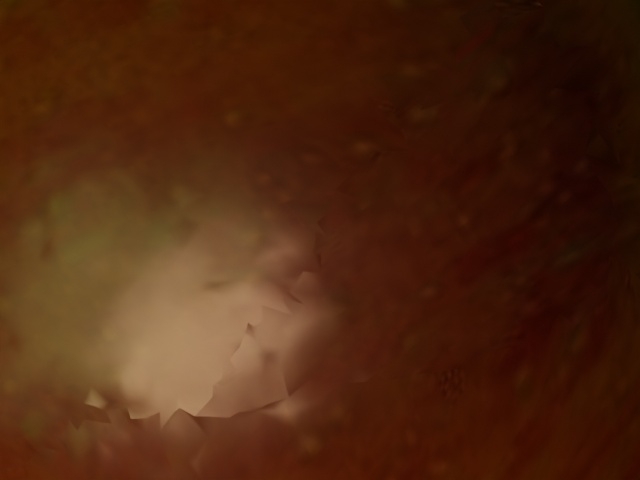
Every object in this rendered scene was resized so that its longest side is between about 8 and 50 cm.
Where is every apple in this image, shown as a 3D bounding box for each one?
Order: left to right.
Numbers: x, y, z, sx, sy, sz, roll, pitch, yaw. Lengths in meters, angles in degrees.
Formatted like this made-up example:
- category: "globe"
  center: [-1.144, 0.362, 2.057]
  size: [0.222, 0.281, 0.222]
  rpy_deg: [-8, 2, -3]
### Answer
- category: "apple"
  center: [0.000, 0.000, 0.633]
  size: [0.339, 0.339, 0.339]
  rpy_deg: [10, 109, 31]
